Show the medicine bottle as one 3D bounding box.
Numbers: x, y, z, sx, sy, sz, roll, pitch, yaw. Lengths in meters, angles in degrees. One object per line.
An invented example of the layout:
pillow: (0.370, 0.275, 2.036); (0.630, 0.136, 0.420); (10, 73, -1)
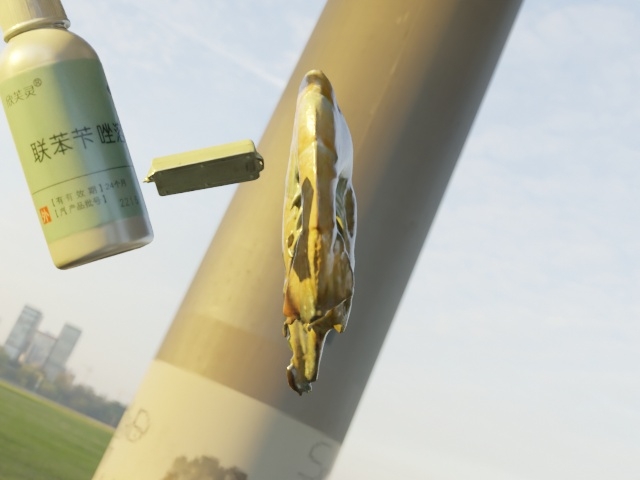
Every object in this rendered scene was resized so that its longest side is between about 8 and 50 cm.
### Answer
medicine bottle: (-0.275, -0.150, 0.918); (0.110, 0.351, 0.110); (-17, 2, 0)

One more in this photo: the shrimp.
shrimp: (0.001, -0.002, 0.672); (0.059, 0.254, 0.145); (3, -3, -4)

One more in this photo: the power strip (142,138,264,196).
power strip: (-0.080, -0.049, 0.599); (0.083, 0.017, 0.027); (-10, -45, -3)
